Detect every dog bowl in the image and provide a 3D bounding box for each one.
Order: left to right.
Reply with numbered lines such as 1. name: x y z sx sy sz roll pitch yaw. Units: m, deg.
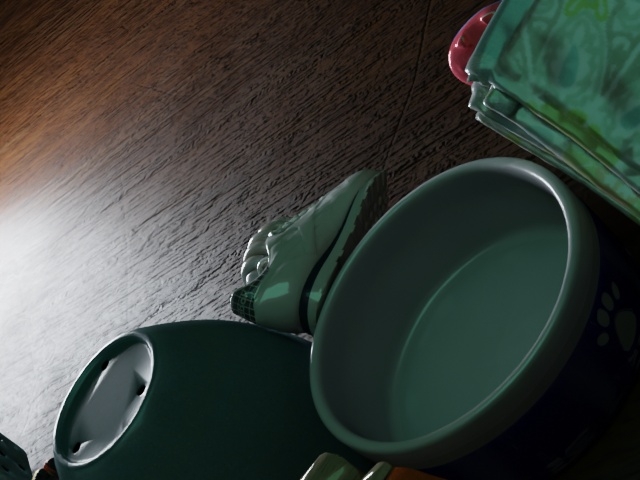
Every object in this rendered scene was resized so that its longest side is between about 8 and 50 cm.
1. dog bowl: 0.121 0.070 0.989 0.265 0.104 0.265 -33 37 29

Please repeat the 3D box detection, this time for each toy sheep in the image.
1. toy sheep: -0.036 0.024 1.257 0.091 0.091 0.132 -20 26 41

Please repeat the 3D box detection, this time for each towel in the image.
1. towel: 0.306 -0.173 0.868 0.320 0.090 0.374 42 107 33

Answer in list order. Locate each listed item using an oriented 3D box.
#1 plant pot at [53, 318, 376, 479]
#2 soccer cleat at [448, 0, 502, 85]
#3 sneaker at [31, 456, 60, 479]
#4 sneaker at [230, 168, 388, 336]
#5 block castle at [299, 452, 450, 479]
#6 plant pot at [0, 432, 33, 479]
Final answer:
1. plant pot: -0.116 0.184 1.094 0.290 0.195 0.290 -32 37 29
2. soccer cleat: 0.231 -0.229 1.191 0.248 0.083 0.095 -36 5 33
3. sneaker: -0.289 0.341 1.284 0.093 0.088 0.225 -46 25 50
4. sneaker: 0.000 0.000 1.166 0.095 0.090 0.235 4 33 23
5. block castle: 0.134 0.289 0.572 0.453 0.303 0.213 8 58 54
6. plant pot: -0.448 0.321 1.427 0.234 0.166 0.165 -42 32 1
